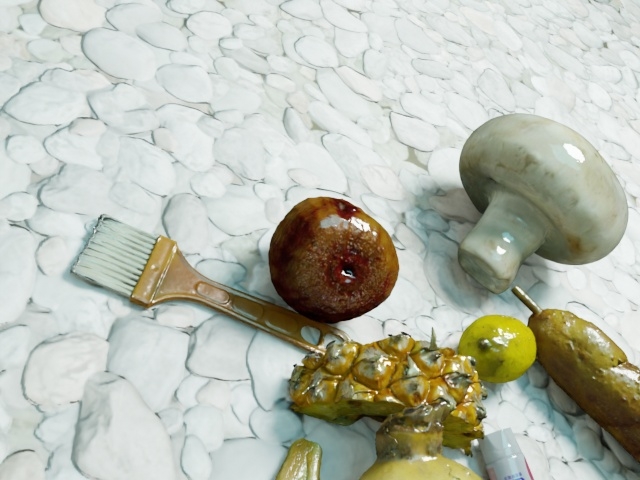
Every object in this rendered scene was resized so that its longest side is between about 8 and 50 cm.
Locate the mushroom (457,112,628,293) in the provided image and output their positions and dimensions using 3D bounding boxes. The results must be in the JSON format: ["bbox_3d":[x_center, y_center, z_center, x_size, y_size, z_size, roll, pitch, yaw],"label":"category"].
[{"bbox_3d":[0.271,-0.039,0.885,0.243,0.244,0.244,15,49,-18],"label":"mushroom"}]

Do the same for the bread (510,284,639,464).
[{"bbox_3d":[0.355,0.187,0.802,0.084,0.124,0.344,-43,81,-14],"label":"bread"}]

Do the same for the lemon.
[{"bbox_3d":[0.212,0.128,0.782,0.110,0.082,0.082,1,54,-44],"label":"lemon"}]

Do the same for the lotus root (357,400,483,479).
[{"bbox_3d":[0.091,0.295,0.544,0.146,0.131,0.304,1,63,-10],"label":"lotus root"}]

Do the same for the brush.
[{"bbox_3d":[-0.102,0.063,0.706,0.314,0.017,0.090,24,50,-11],"label":"brush"}]

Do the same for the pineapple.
[{"bbox_3d":[0.091,0.150,0.660,0.232,0.135,0.080,14,50,-21],"label":"pineapple"}]

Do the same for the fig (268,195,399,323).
[{"bbox_3d":[0.000,0.000,0.762,0.146,0.133,0.201,47,7,-29],"label":"fig"}]

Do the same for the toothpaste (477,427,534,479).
[{"bbox_3d":[0.218,0.296,0.683,0.067,0.043,0.195,-3,62,-34],"label":"toothpaste"}]

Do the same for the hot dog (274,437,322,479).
[{"bbox_3d":[-0.028,0.244,0.592,0.043,0.028,0.137,10,43,12],"label":"hot dog"}]
